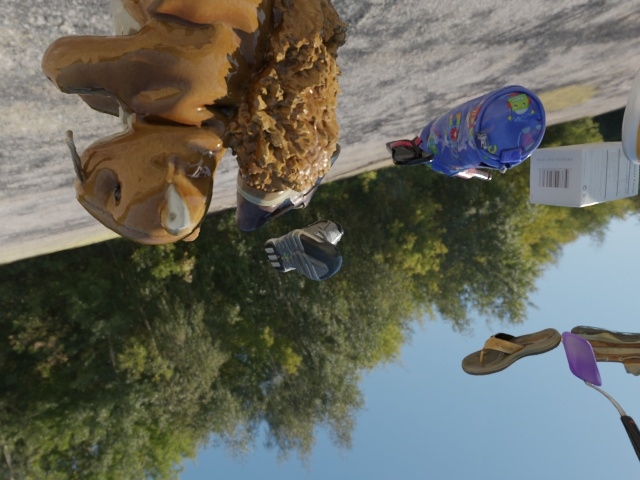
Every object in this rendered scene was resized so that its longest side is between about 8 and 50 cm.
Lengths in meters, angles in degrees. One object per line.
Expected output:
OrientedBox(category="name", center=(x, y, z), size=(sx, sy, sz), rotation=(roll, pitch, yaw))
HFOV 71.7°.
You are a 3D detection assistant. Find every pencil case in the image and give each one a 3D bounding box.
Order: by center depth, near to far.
OrientedBox(category="pencil case", center=(0.282, -0.186, 0.818), size=(0.119, 0.133, 0.306), rotation=(1, -174, -6))

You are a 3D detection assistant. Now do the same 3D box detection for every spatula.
OrientedBox(category="spatula", center=(0.465, 0.266, 0.704), size=(0.030, 0.084, 0.296), rotation=(-56, -161, 29))

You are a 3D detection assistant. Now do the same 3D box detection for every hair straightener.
OrientedBox(category="hair straightener", center=(0.392, -0.199, 1.205), size=(0.230, 0.047, 0.089), rotation=(-3, -156, -40))

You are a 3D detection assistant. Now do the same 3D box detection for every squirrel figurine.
OrientedBox(category="squirrel figurine", center=(-0.143, -0.175, 0.596), size=(0.396, 0.371, 0.281), rotation=(5, 173, -18))

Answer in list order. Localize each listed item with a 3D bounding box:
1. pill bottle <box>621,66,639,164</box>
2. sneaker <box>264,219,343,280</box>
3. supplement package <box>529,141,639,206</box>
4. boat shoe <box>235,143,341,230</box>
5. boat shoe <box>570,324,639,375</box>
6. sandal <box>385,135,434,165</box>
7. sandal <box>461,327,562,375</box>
OrientedBox(category="pill bottle", center=(0.540, -0.154, 0.524), size=(0.162, 0.162, 0.278), rotation=(-19, -153, -39))
OrientedBox(category="sneaker", center=(0.000, 0.000, 0.771), size=(0.132, 0.086, 0.228), rotation=(-27, -165, -26))
OrientedBox(category="supplement package", center=(0.501, -0.129, 0.840), size=(0.179, 0.105, 0.105), rotation=(-10, -167, -27))
OrientedBox(category="boat shoe", center=(-0.062, -0.120, 0.860), size=(0.123, 0.123, 0.342), rotation=(26, -146, 6))
OrientedBox(category="boat shoe", center=(0.914, 0.329, 1.292), size=(0.323, 0.120, 0.122), rotation=(3, 177, 35))
OrientedBox(category="sandal", center=(0.158, -0.175, 0.822), size=(0.067, 0.040, 0.179), rotation=(-9, -155, -3))
OrientedBox(category="sandal", center=(0.335, 0.188, 0.792), size=(0.180, 0.049, 0.072), rotation=(-24, -172, 12))
